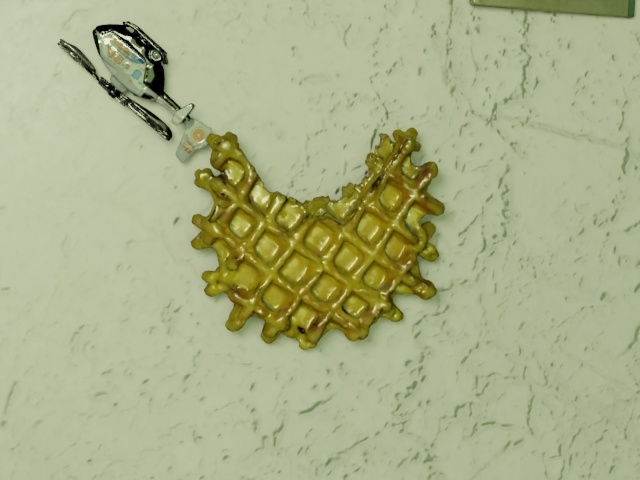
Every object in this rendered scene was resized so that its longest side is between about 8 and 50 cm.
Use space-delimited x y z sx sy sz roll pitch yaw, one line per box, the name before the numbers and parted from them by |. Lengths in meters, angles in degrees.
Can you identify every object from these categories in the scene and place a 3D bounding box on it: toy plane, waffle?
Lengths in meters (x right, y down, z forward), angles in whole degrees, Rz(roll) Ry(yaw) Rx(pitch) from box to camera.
toy plane | -0.196 -0.178 1.385 0.197 0.053 0.078 44 94 -8
waffle | 0.000 0.000 1.410 0.293 0.069 0.259 -5 101 -9

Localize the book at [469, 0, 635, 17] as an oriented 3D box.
book | 0.280 -0.410 1.461 0.215 0.025 0.282 3 93 -12
